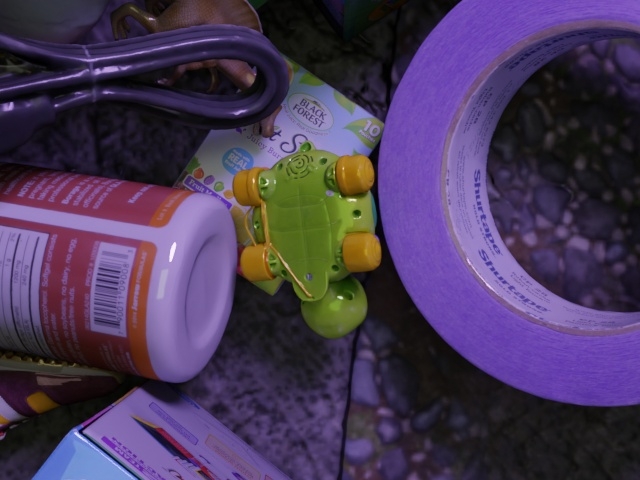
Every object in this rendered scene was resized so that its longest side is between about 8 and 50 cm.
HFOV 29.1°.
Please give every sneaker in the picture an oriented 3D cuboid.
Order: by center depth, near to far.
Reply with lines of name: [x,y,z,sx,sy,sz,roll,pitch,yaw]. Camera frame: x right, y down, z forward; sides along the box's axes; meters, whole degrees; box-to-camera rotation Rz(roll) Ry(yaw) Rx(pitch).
sneaker: [-0.223,0.110,0.835,0.186,0.069,0.083,0,102,1]

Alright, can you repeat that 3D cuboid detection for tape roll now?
tape roll: [0.178,-0.039,0.772,0.275,0.090,0.274,2,94,26]

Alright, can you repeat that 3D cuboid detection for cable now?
cable: [-0.165,-0.101,0.725,0.287,0.072,0.139,-19,126,-16]

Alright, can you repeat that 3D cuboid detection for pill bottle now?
pill bottle: [-0.172,0.014,0.792,0.216,0.121,0.121,10,89,15]

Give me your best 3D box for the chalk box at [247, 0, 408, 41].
chalk box: [0.035,-0.254,0.785,0.289,0.179,0.180,-34,89,-2]

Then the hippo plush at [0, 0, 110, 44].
hippo plush: [-0.244,-0.203,0.796,0.237,0.234,0.294,13,46,-18]

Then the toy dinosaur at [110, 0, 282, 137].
toy dinosaur: [-0.083,-0.146,0.784,0.093,0.183,0.053,-2,46,34]

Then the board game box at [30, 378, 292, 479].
board game box: [-0.040,0.184,0.706,0.242,0.316,0.064,39,88,1]

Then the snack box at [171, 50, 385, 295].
snack box: [-0.034,-0.047,0.849,0.100,0.037,0.141,35,88,-2]

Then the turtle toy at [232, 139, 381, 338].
turtle toy: [0.000,0.000,0.797,0.095,0.066,0.130,-5,92,22]
